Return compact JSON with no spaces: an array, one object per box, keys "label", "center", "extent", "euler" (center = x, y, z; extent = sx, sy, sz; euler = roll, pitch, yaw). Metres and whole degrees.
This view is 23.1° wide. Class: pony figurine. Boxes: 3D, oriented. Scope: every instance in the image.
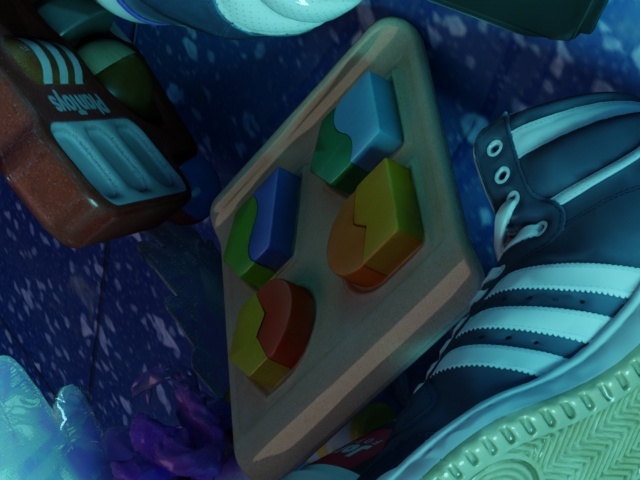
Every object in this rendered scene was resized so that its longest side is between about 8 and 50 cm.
[{"label":"pony figurine","center":[-0.051,0.165,1.036],"extent":[0.363,0.303,0.351],"euler":[-11,110,44]}]

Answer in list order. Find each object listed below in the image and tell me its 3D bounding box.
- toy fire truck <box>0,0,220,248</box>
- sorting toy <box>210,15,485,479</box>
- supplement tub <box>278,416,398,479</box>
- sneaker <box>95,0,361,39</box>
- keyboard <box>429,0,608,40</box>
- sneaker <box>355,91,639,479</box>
[{"label":"toy fire truck","center":[-0.175,-0.106,1.028],"extent":[0.254,0.169,0.302],"euler":[52,-168,4]},{"label":"sorting toy","center":[0.000,0.000,0.861],"extent":[0.193,0.038,0.208],"euler":[-46,38,31]},{"label":"supplement tub","center":[0.080,0.173,0.780],"extent":[0.191,0.272,0.191],"euler":[37,139,40]},{"label":"sneaker","center":[-0.052,-0.268,0.842],"extent":[0.236,0.130,0.323],"euler":[7,112,45]},{"label":"keyboard","center":[0.070,-0.229,0.664],"extent":[0.201,0.033,0.317],"euler":[21,139,2]},{"label":"sneaker","center":[0.086,0.042,0.695],"extent":[0.153,0.282,0.099],"euler":[40,164,46]}]
